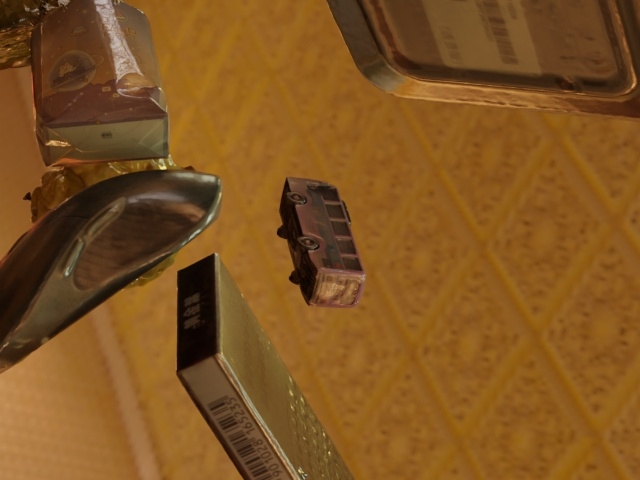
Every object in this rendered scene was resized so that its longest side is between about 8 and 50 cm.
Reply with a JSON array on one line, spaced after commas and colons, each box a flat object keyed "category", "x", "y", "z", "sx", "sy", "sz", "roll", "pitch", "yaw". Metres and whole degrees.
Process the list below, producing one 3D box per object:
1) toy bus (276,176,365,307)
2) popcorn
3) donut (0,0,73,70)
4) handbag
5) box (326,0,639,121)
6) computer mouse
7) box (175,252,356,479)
[{"category": "toy bus", "x": 0.000, "y": 0.000, "z": 1.333, "sx": 0.130, "sy": 0.052, "sz": 0.037, "roll": -106, "pitch": -155, "yaw": -55}, {"category": "popcorn", "x": -0.258, "y": -0.040, "z": 2.268, "sx": 0.169, "sy": 0.218, "sz": 0.189, "roll": 25, "pitch": -122, "yaw": 34}, {"category": "donut", "x": -0.337, "y": -0.239, "z": 1.858, "sx": 0.272, "sy": 0.272, "sz": 0.107, "roll": -16, "pitch": -94, "yaw": 55}, {"category": "handbag", "x": -0.200, "y": -0.146, "z": 1.591, "sx": 0.095, "sy": 0.117, "sz": 0.173, "roll": 97, "pitch": -16, "yaw": -44}, {"category": "box", "x": 0.160, "y": -0.252, "z": 1.610, "sx": 0.373, "sy": 0.367, "sz": 0.090, "roll": 8, "pitch": -122, "yaw": 30}, {"category": "computer mouse", "x": -0.232, "y": 0.038, "z": 1.467, "sx": 0.379, "sy": 0.090, "sz": 0.167, "roll": -39, "pitch": -175, "yaw": -32}, {"category": "box", "x": -0.026, "y": 0.182, "z": 1.505, "sx": 0.047, "sy": 0.324, "sz": 0.180, "roll": -26, "pitch": -155, "yaw": 8}]
